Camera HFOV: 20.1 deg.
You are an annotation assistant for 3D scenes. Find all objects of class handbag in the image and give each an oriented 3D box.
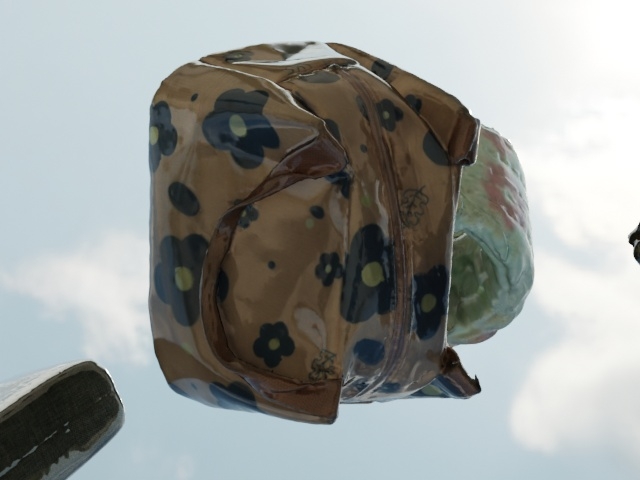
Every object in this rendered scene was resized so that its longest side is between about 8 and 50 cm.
[{"bbox_3d":[0.000,0.000,1.214,0.190,0.252,0.193,-9,-164,-37],"label":"handbag"}]

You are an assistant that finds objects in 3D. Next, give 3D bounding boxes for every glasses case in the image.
[{"bbox_3d":[-0.267,0.177,1.228,0.131,0.074,0.323,-19,-170,35],"label":"glasses case"}]

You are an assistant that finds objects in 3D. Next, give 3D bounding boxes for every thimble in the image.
[{"bbox_3d":[0.104,-0.008,1.657,0.185,0.211,0.149,2,-131,-6],"label":"thimble"}]

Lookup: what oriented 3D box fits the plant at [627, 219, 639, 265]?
[{"bbox_3d":[0.257,0.036,1.084,0.146,0.274,0.149,-19,-133,-24],"label":"plant"}]
